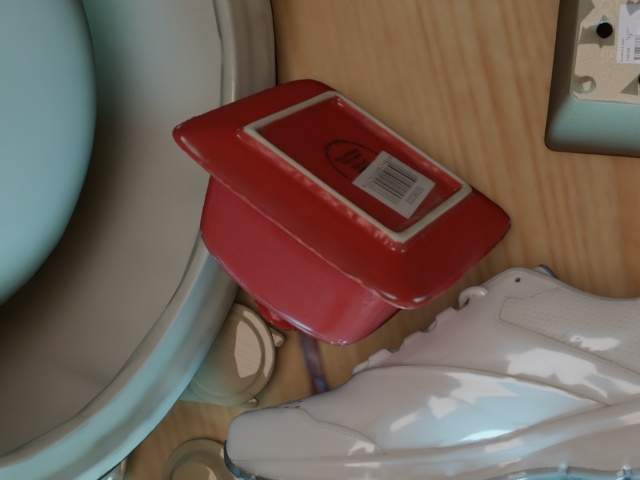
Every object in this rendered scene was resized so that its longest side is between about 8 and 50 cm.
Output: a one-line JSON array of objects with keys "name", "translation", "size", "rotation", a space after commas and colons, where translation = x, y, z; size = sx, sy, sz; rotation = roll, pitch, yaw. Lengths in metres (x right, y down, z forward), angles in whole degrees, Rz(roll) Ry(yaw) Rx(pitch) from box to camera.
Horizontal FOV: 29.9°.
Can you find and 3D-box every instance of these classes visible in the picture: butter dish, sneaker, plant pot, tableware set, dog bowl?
[{"name": "butter dish", "translation": [0.000, 0.000, 0.667], "size": [0.160, 0.160, 0.118], "rotation": [36, 121, 13]}, {"name": "sneaker", "translation": [0.089, 0.086, 0.664], "size": [0.297, 0.111, 0.129], "rotation": [-10, 71, 11]}, {"name": "plant pot", "translation": [0.175, -0.101, 0.632], "size": [0.109, 0.096, 0.109], "rotation": [6, 91, 14]}, {"name": "tableware set", "translation": [-0.102, 0.102, 0.743], "size": [0.141, 0.020, 0.169], "rotation": [17, 95, 17]}, {"name": "dog bowl", "translation": [-0.199, -0.067, 0.594], "size": [0.150, 0.408, 0.408], "rotation": [10, 92, 33]}]
